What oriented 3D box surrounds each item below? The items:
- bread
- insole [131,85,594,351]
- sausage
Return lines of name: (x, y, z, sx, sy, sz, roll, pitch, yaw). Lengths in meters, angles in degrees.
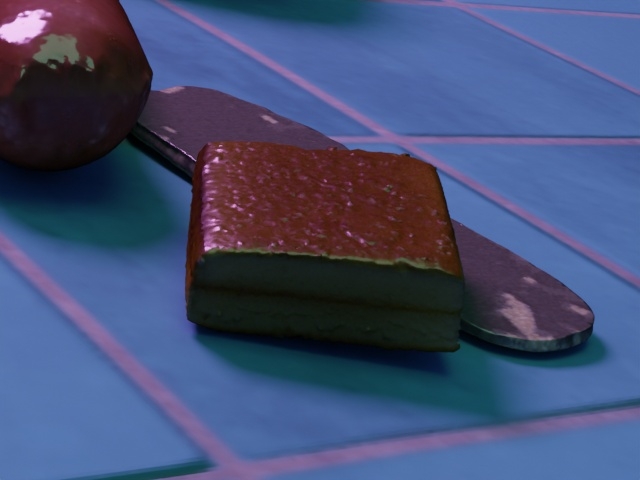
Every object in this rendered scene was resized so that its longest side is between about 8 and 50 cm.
bread: (0.000, 0.000, 0.578, 0.090, 0.035, 0.094, 5, 26, -6)
insole: (0.006, -0.014, 0.670, 0.081, 0.011, 0.248, -9, 30, -41)
sausage: (-0.113, -0.080, 0.684, 0.077, 0.077, 0.194, 7, 21, -17)
